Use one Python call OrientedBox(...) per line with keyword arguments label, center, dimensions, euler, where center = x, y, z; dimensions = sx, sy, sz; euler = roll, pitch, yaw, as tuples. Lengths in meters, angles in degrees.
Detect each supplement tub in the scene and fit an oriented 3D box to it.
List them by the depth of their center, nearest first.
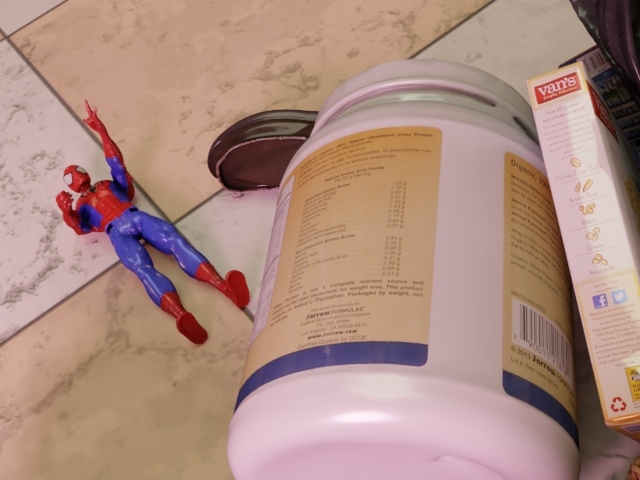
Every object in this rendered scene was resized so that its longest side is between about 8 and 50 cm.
OrientedBox(label="supplement tub", center=(0.069, 0.042, 0.671), dimensions=(0.229, 0.228, 0.316), euler=(-3, 51, 16))

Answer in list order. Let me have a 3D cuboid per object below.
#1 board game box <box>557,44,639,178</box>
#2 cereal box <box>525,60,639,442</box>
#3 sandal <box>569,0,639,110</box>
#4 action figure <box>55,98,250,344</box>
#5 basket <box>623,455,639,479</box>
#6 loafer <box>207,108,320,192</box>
OrientedBox(label="board game box", center=(0.330, -0.119, 0.766), dimensions=(0.194, 0.194, 0.060), euler=(-28, 46, 21))
OrientedBox(label="cereal box", center=(0.209, 0.017, 0.636), dimensions=(0.047, 0.173, 0.240), euler=(-17, 67, 25))
OrientedBox(label="sandal", center=(0.282, -0.115, 0.619), dimensions=(0.168, 0.107, 0.445), euler=(-23, 77, 23))
OrientedBox(label="action figure", center=(-0.193, -0.029, 0.887), dimensions=(0.091, 0.139, 0.280), euler=(-40, 48, -17))
OrientedBox(label="basket", center=(0.143, 0.196, 0.443), dimensions=(0.223, 0.299, 0.213), euler=(4, 86, 22))
OrientedBox(label="loafer", center=(-0.008, -0.082, 0.898), dimensions=(0.220, 0.080, 0.078), euler=(-10, 49, 11))
